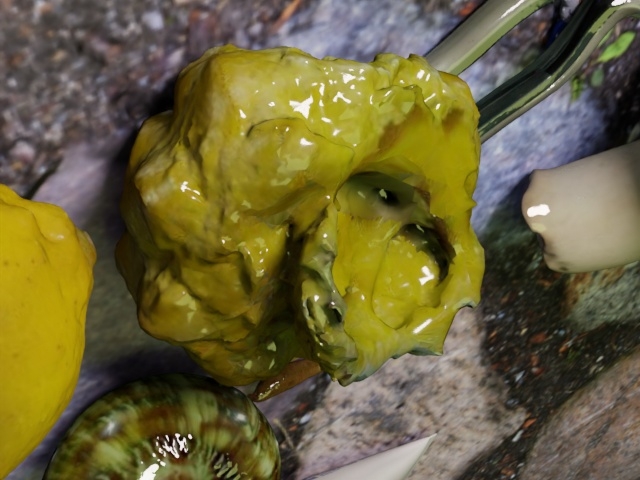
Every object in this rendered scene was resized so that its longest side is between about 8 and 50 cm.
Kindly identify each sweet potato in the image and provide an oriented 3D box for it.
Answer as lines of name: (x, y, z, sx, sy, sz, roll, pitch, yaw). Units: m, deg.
sweet potato: (-0.018, 0.118, 0.959, 0.115, 0.026, 0.026, -18, 140, -33)

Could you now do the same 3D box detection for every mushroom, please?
mushroom: (0.344, -0.071, 0.902, 0.336, 0.314, 0.314, -16, 153, 26)

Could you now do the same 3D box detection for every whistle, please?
whistle: (0.191, -0.160, 0.831, 0.033, 0.029, 0.083, -9, 125, -26)

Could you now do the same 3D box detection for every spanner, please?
spanner: (0.194, -0.177, 0.783, 0.325, 0.040, 0.095, -39, 122, 3)

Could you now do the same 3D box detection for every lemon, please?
lemon: (-0.237, 0.056, 0.547, 0.260, 0.204, 0.204, -26, 143, -17)

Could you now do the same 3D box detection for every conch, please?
conch: (-0.127, 0.178, 0.854, 0.187, 0.124, 0.181, -11, 151, 2)

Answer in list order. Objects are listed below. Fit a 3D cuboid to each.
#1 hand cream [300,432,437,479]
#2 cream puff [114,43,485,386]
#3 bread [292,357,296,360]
hand cream: (0.024, 0.287, 1.146, 0.248, 0.083, 0.133, -11, 139, -46)
cream puff: (0.000, -0.001, 0.692, 0.282, 0.185, 0.282, -15, 142, -12)
bread: (-0.012, 0.069, 0.902, 0.070, 0.035, 0.083, -27, 149, -15)
